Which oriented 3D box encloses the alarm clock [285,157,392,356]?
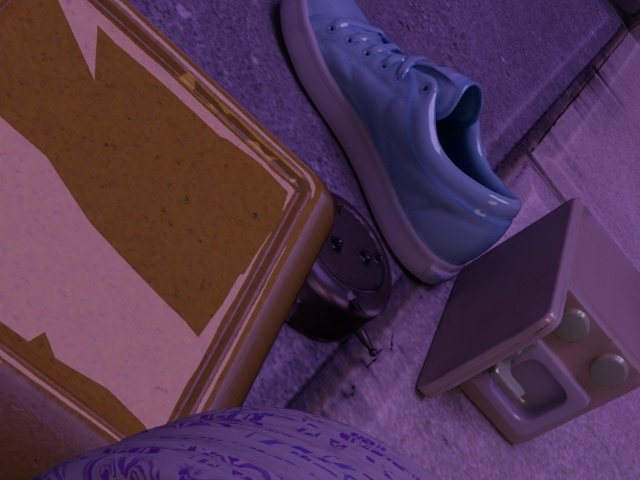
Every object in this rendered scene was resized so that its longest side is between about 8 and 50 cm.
[{"bbox_3d":[0.000,0.000,0.894,0.129,0.064,0.192,24,38,-39],"label":"alarm clock"}]

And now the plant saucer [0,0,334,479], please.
[{"bbox_3d":[-0.142,-0.016,0.609,0.333,0.081,0.332,42,50,-19],"label":"plant saucer"}]

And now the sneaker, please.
[{"bbox_3d":[0.092,-0.146,1.070,0.135,0.150,0.365,-6,64,-56],"label":"sneaker"}]

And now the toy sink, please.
[{"bbox_3d":[0.210,0.091,0.994,0.131,0.153,0.234,48,31,-9],"label":"toy sink"}]

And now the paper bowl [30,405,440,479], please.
[{"bbox_3d":[-0.017,0.211,0.443,0.148,0.284,0.284,-9,67,-56],"label":"paper bowl"}]
